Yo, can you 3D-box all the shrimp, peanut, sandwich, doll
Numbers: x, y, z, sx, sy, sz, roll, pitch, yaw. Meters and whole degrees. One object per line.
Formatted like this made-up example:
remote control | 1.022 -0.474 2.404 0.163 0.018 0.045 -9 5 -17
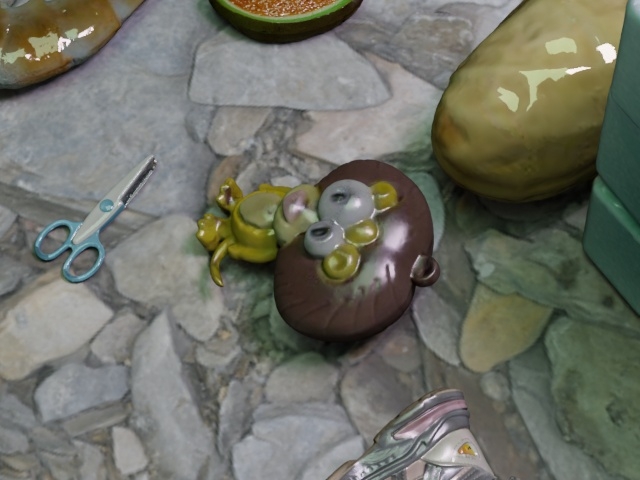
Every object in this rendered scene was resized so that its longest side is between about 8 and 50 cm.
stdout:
shrimp | -0.259 -0.207 1.192 0.287 0.068 0.185 -7 63 -1
peanut | 0.225 -0.137 1.076 0.319 0.147 0.147 -25 63 -6
sandwich | -0.028 -0.196 1.188 0.135 0.029 0.067 -1 56 5
doll | -0.005 0.007 1.045 0.188 0.096 0.145 -4 54 14

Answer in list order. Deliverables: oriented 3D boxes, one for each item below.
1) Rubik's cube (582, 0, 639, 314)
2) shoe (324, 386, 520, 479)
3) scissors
Rubik's cube | 0.391 -0.033 0.907 0.319 0.316 0.322 -31 63 -11
shoe | 0.049 0.183 0.953 0.180 0.089 0.092 -40 78 -13
scissors | -0.169 -0.022 1.115 0.058 0.014 0.119 34 73 19
